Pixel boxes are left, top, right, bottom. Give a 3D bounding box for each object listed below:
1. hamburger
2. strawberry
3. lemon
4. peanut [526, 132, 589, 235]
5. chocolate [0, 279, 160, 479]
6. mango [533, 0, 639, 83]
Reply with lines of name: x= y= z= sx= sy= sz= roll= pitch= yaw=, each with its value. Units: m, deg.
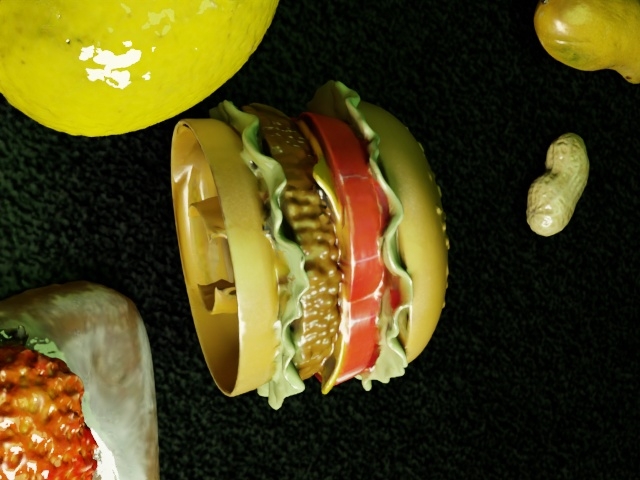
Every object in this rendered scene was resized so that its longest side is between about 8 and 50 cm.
hamburger: x=0.000 y=0.000 z=1.665 sx=0.212 sy=0.274 sz=0.274 roll=-10 pitch=102 yaw=-14
strawberry: x=-0.267 y=0.191 z=1.566 sx=0.175 sy=0.107 sz=0.236 roll=-8 pitch=98 yaw=-1
lemon: x=-0.155 y=-0.217 z=1.546 sx=0.310 sy=0.253 sz=0.253 roll=-39 pitch=117 yaw=-23
peanut: x=0.244 y=-0.058 z=1.986 sx=0.054 sy=0.054 sz=0.113 roll=31 pitch=74 yaw=-35
chocolate: x=-0.200 y=0.164 z=1.667 sx=0.157 sy=0.080 sz=0.254 roll=-12 pitch=103 yaw=-35
mango: x=0.288 y=-0.218 z=1.983 sx=0.190 sy=0.075 sz=0.098 roll=16 pitch=102 yaw=-41
